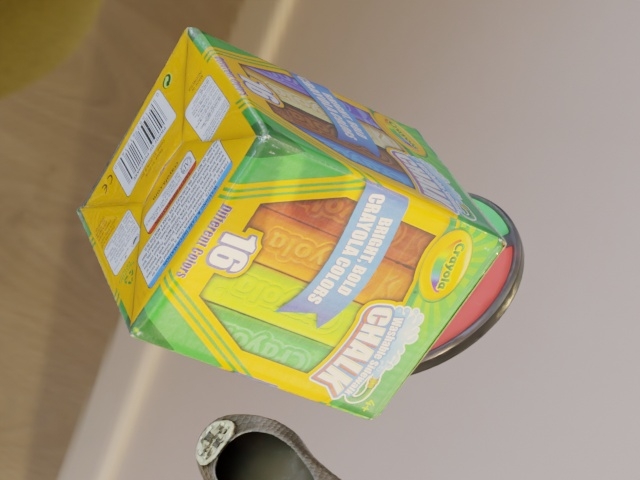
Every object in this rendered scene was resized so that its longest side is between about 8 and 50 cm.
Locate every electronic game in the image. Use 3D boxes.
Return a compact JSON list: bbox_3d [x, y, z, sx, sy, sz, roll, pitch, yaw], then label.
[{"bbox_3d":[0.073,0.037,1.549,0.229,0.229,0.048,-53,134,-29],"label":"electronic game"}]

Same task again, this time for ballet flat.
[{"bbox_3d":[-0.035,0.204,1.428,0.058,0.250,0.084,33,88,-41],"label":"ballet flat"}]

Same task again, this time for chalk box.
[{"bbox_3d":[0.000,0.000,1.273,0.289,0.179,0.180,22,111,-32],"label":"chalk box"}]
